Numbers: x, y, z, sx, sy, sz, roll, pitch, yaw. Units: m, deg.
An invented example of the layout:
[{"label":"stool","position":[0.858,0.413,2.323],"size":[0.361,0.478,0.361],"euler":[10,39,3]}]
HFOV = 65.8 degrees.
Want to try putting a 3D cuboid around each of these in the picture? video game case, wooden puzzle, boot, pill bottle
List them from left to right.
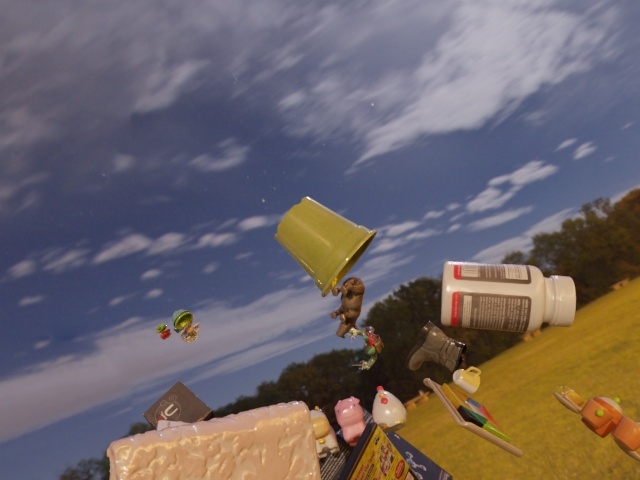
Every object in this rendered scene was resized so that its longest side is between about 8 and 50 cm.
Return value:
[{"label":"video game case","position":[0.132,0.605,1.121],"size":[0.035,0.248,0.275],"euler":[-29,11,41]},{"label":"boot","position":[0.389,0.399,1.674],"size":[0.083,0.161,0.246],"euler":[-33,-32,-39]},{"label":"wooden puzzle","position":[0.415,0.473,1.353],"size":[0.044,0.221,0.239],"euler":[-57,19,3]},{"label":"pill bottle","position":[0.483,0.149,1.302],"size":[0.319,0.176,0.176],"euler":[3,-12,14]}]

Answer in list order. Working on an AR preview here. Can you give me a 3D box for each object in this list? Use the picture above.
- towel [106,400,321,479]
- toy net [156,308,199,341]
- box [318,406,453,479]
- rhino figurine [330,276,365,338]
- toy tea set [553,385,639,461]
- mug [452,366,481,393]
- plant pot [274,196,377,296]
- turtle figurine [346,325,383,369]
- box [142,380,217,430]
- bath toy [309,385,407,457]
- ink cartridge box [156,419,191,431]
[{"label":"towel","position":[-0.119,0.413,0.706],"size":[0.332,0.316,0.053],"euler":[5,-26,-43]},{"label":"toy net","position":[-0.462,0.307,1.667],"size":[0.122,0.045,0.232],"euler":[-48,-24,-17]},{"label":"box","position":[0.198,0.783,1.617],"size":[0.211,0.396,0.294],"euler":[-59,-17,10]},{"label":"rhino figurine","position":[0.090,0.222,1.580],"size":[0.106,0.073,0.243],"euler":[-24,-50,-38]},{"label":"toy tea set","position":[0.824,0.490,1.379],"size":[0.124,0.200,0.336],"euler":[-48,8,-2]},{"label":"mug","position":[0.439,0.413,1.494],"size":[0.078,0.064,0.062],"euler":[-64,14,-5]},{"label":"plant pot","position":[0.000,0.000,1.612],"size":[0.276,0.254,0.276],"euler":[-49,-10,-12]},{"label":"turtle figurine","position":[0.188,0.415,1.941],"size":[0.118,0.175,0.234],"euler":[-14,-1,16]},{"label":"box","position":[-0.395,0.585,1.508],"size":[0.143,0.165,0.270],"euler":[-42,-37,-30]},{"label":"bath toy","position":[0.069,0.511,1.406],"size":[0.349,0.128,0.151],"euler":[-17,-37,-2]},{"label":"ink cartridge box","position":[-0.324,0.508,1.049],"size":[0.086,0.202,0.148],"euler":[12,-2,-16]}]
